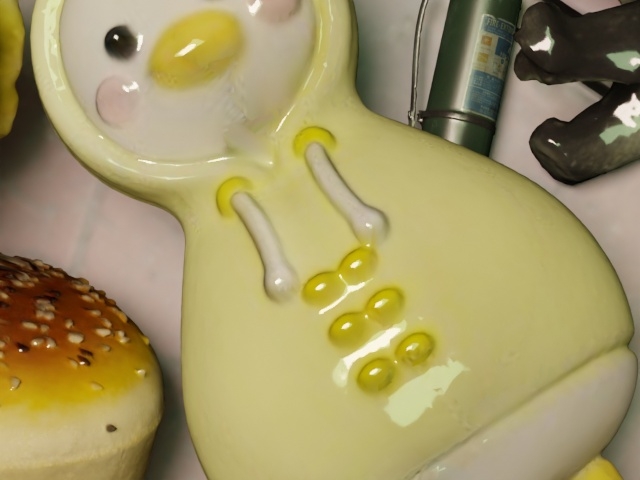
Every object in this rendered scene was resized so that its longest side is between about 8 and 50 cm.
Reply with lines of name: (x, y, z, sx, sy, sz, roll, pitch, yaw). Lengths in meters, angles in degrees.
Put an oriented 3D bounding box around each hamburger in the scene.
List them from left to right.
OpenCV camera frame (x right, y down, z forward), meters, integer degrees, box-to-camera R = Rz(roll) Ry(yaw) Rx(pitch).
hamburger: (-0.116, 0.048, 0.605, 0.127, 0.141, 0.081, 1, 103, -20)

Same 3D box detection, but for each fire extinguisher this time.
fire extinguisher: (0.049, -0.064, 0.640, 0.038, 0.025, 0.083, 13, 85, 4)

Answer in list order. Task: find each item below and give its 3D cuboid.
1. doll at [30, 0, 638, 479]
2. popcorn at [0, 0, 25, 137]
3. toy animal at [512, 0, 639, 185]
doll: (-0.002, -0.001, 0.583, 0.141, 0.117, 0.296, -35, 87, 6)
popcorn: (-0.194, -0.077, 0.581, 0.173, 0.168, 0.195, -38, 117, -14)
toy animal: (0.142, -0.055, 0.593, 0.225, 0.094, 0.121, 37, 80, 20)
